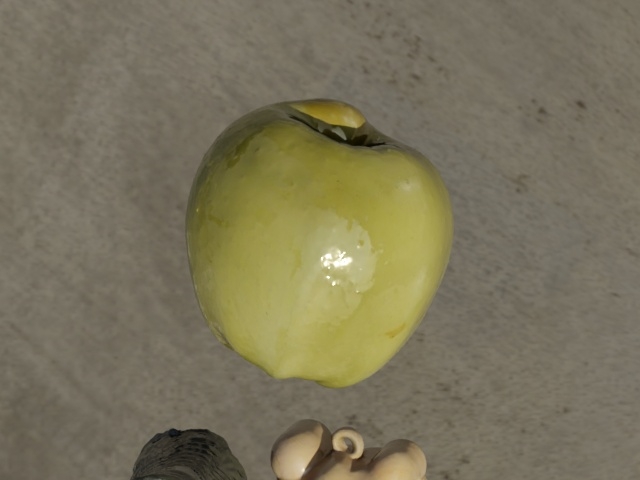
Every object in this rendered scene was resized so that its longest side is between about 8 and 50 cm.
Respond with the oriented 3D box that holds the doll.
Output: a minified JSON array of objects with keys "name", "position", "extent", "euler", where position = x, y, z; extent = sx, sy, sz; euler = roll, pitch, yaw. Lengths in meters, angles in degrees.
[{"name":"doll","position":[0.004,0.290,1.068],"extent":[0.154,0.119,0.278],"euler":[22,107,15]}]

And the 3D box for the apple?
[{"name":"apple","position":[0.000,0.000,0.837],"extent":[0.200,0.200,0.200],"euler":[-4,81,29]}]

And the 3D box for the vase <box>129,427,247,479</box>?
[{"name":"vase","position":[-0.119,0.214,0.993],"extent":[0.115,0.237,0.115],"euler":[0,84,-1]}]
